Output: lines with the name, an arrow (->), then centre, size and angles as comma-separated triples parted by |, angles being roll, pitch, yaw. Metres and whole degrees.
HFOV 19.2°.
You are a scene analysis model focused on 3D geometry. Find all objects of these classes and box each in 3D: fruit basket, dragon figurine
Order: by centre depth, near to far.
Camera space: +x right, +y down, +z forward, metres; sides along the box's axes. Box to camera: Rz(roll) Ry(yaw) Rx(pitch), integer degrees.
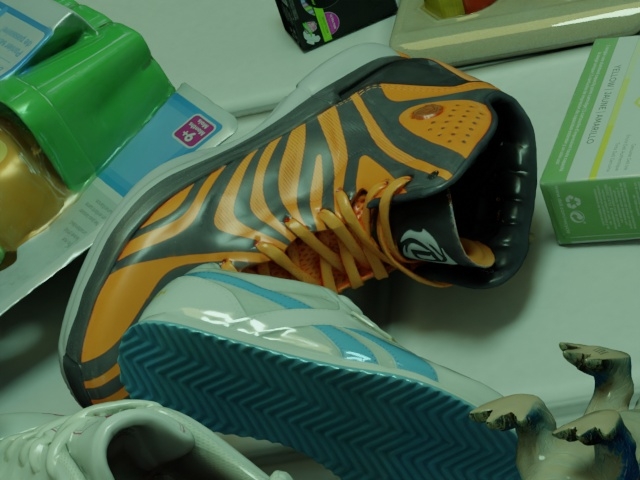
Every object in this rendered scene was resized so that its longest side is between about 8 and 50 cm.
dragon figurine -> 0.145, 0.130, 0.911 | 0.085, 0.144, 0.289 | 5, 21, 35
fruit basket -> -0.273, -0.033, 1.290 | 0.353, 0.165, 0.327 | -35, 36, -18

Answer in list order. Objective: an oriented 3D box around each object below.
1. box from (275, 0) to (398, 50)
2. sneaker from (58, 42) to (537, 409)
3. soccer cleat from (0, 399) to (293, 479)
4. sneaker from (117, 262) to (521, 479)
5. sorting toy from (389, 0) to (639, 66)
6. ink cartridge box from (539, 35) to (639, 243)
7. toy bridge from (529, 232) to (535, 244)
box -> 0.008, -0.197, 1.476 | 0.083, 0.062, 0.052 | -24, 32, -8
sneaker -> 0.000, 0.000, 1.115 | 0.321, 0.124, 0.180 | -45, 39, -20
soccer cleat -> -0.112, 0.127, 0.991 | 0.331, 0.143, 0.116 | 15, 46, 41
sneaker -> 0.013, 0.072, 1.011 | 0.229, 0.087, 0.092 | 21, 34, 7
sorting toy -> 0.154, -0.209, 1.443 | 0.193, 0.038, 0.208 | -9, 35, 15
ink cartridge box -> 0.270, -0.070, 1.171 | 0.235, 0.056, 0.171 | -4, 35, 26
toy bridge -> 0.084, -0.036, 1.238 | 0.063, 0.026, 0.188 | -30, 36, -17
